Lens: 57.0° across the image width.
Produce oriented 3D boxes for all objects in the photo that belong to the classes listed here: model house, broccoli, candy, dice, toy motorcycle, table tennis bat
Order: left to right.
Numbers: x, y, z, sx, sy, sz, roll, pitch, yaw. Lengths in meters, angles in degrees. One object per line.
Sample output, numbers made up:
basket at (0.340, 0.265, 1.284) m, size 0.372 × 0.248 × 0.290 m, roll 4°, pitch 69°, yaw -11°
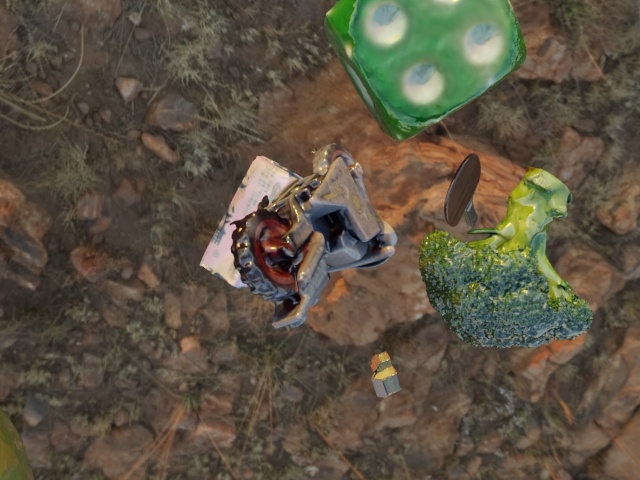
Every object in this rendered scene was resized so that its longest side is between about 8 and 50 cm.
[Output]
candy at (-0.074, -0.020, 0.750) m, size 0.160 × 0.073 × 0.092 m, roll -61°, pitch 154°, yaw 11°
toy motorcycle at (0.000, 0.000, 0.493) m, size 0.080 × 0.215 × 0.122 m, roll -23°, pitch 106°, yaw 32°
model house at (0.137, 0.296, 1.294) m, size 0.058 × 0.057 × 0.083 m, roll -22°, pitch 122°, yaw -3°
dice at (0.196, -0.381, 1.137) m, size 0.300 × 0.287 × 0.297 m, roll -31°, pitch 98°, yaw 8°
table tennis bat at (0.322, -0.092, 1.307) m, size 0.154 × 0.021 × 0.274 m, roll -61°, pitch 153°, yaw -8°
broccoli at (0.315, 0.042, 0.964) m, size 0.298 × 0.297 × 0.297 m, roll 30°, pitch 94°, yaw -30°

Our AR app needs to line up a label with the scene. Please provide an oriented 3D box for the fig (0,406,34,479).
fig at (-0.272, 0.174, 0.335) m, size 0.207 × 0.230 × 0.207 m, roll 1°, pitch 88°, yaw -26°
